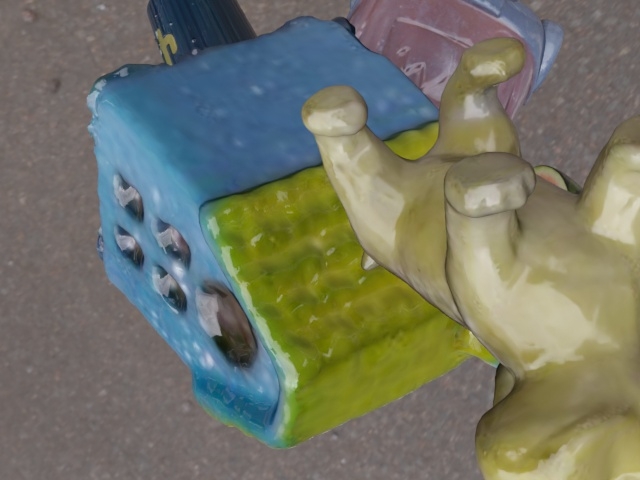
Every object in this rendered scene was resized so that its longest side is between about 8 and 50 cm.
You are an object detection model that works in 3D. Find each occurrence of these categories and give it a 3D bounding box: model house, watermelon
[{"bbox_3d":[0.000,0.000,0.773,0.303,0.237,0.216,44,143,34],"label":"model house"},{"bbox_3d":[0.305,-0.039,1.405,0.094,0.125,0.135,-50,47,1],"label":"watermelon"}]

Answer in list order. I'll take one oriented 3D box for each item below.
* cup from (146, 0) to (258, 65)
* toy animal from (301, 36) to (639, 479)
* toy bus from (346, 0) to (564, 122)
[{"bbox_3d":[-0.146,-0.231,1.330,0.155,0.131,0.176,66,150,16],"label":"cup"},{"bbox_3d":[0.083,0.015,0.464,0.233,0.121,0.169,51,154,41],"label":"toy animal"},{"bbox_3d":[0.082,-0.113,1.007,0.197,0.232,0.294,25,152,-1],"label":"toy bus"}]
